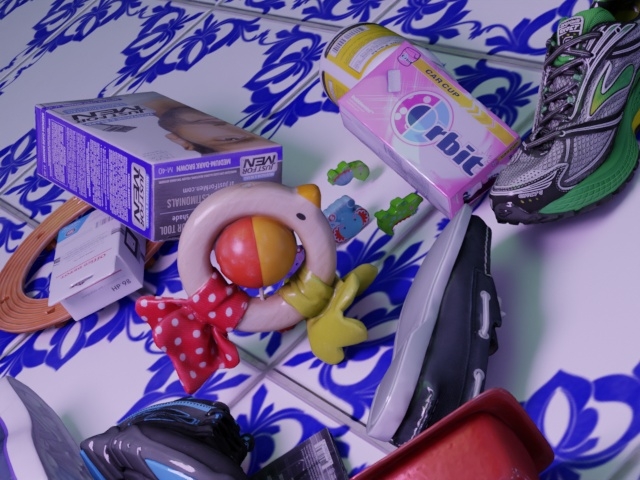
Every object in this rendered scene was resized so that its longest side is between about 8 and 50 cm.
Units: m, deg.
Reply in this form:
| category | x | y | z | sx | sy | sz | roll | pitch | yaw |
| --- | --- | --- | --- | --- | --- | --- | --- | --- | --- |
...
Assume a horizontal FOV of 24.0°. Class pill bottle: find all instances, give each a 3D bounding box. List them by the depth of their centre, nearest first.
| category | x | y | z | sx | sy | sz | roll | pitch | yaw |
| --- | --- | --- | --- | --- | --- | --- | --- | --- | --- |
| pill bottle | 0.085 | -0.190 | 1.842 | 0.119 | 0.119 | 0.208 | -38 | 28 | -4 |

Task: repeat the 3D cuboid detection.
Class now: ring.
| category | x | y | z | sx | sy | sz | roll | pitch | yaw |
| --- | --- | --- | --- | --- | --- | --- | --- | --- | --- |
| ring | -0.314 | 0.011 | 2.073 | 0.337 | 0.032 | 0.336 | -27 | 30 | 17 |

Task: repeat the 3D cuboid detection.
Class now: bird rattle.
| category | x | y | z | sx | sy | sz | roll | pitch | yaw |
| --- | --- | --- | --- | --- | --- | --- | --- | --- | --- |
| bird rattle | -0.070 | 0.036 | 1.566 | 0.254 | 0.206 | 0.143 | -4 | 20 | 8 |

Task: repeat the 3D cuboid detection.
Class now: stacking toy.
| category | x | y | z | sx | sy | sz | roll | pitch | yaw |
| --- | --- | --- | --- | --- | --- | --- | --- | --- | --- |
| stacking toy | 0.000 | 0.000 | 1.726 | 0.221 | 0.052 | 0.167 | -37 | 29 | -7 |

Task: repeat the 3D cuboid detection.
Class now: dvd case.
| category | x | y | z | sx | sy | sz | roll | pitch | yaw |
| --- | --- | --- | --- | --- | --- | --- | --- | --- | --- |
| dvd case | -0.066 | 0.280 | 1.395 | 0.221 | 0.018 | 0.164 | -33 | 29 | 4 |

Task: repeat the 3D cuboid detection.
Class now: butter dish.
| category | x | y | z | sx | sy | sz | roll | pitch | yaw |
| --- | --- | --- | --- | --- | --- | --- | --- | --- | --- |
| butter dish | 0.120 | 0.217 | 1.180 | 0.160 | 0.160 | 0.118 | -33 | 51 | 4 |

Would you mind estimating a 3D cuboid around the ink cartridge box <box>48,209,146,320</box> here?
| category | x | y | z | sx | sy | sz | roll | pitch | yaw |
| --- | --- | --- | --- | --- | --- | --- | --- | --- | --- |
| ink cartridge box | -0.281 | 0.032 | 1.908 | 0.104 | 0.060 | 0.180 | -27 | 30 | 13 |

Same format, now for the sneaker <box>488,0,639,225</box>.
| category | x | y | z | sx | sy | sz | roll | pitch | yaw |
| --- | --- | --- | --- | --- | --- | --- | --- | --- | --- |
| sneaker | 0.262 | -0.148 | 1.554 | 0.134 | 0.146 | 0.343 | -2 | 43 | 46 |

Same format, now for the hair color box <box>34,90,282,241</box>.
| category | x | y | z | sx | sy | sz | roll | pitch | yaw |
| --- | --- | --- | --- | --- | --- | --- | --- | --- | --- |
| hair color box | -0.214 | -0.103 | 1.929 | 0.185 | 0.110 | 0.339 | -11 | 24 | -33 |

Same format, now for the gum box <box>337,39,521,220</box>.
| category | x | y | z | sx | sy | sz | roll | pitch | yaw |
| --- | --- | --- | --- | --- | --- | --- | --- | --- | --- |
| gum box | 0.123 | -0.118 | 1.657 | 0.107 | 0.062 | 0.188 | -42 | 67 | -11 |

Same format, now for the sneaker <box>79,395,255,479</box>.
| category | x | y | z | sx | sy | sz | roll | pitch | yaw |
| --- | --- | --- | --- | --- | --- | --- | --- | --- | --- |
| sneaker | -0.127 | 0.200 | 1.427 | 0.140 | 0.125 | 0.341 | -32 | 12 | -20 |

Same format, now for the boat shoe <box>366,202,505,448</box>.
| category | x | y | z | sx | sy | sz | roll | pitch | yaw |
| --- | --- | --- | --- | --- | --- | --- | --- | --- | --- |
| boat shoe | 0.123 | 0.087 | 1.412 | 0.114 | 0.091 | 0.302 | -59 | 5 | 48 |

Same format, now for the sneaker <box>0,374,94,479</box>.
| category | x | y | z | sx | sy | sz | roll | pitch | yaw |
| --- | --- | --- | --- | --- | --- | --- | --- | --- | --- |
| sneaker | -0.358 | 0.301 | 1.596 | 0.236 | 0.130 | 0.323 | -46 | 32 | 0 |
